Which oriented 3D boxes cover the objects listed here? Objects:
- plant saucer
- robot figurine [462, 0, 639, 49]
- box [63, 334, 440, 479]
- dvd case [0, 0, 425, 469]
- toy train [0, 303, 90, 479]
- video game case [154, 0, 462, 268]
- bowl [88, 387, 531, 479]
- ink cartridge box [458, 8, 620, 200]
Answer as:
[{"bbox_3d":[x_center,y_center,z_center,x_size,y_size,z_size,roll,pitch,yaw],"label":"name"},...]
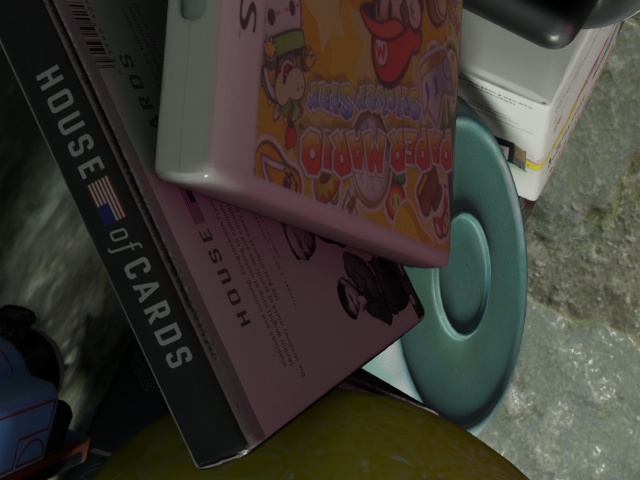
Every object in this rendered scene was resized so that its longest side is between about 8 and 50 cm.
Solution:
[{"bbox_3d":[0.098,0.027,1.054,0.318,0.044,0.317,3,86,-58],"label":"plant saucer"},{"bbox_3d":[0.184,-0.260,0.917,0.209,0.173,0.278,-10,-141,50],"label":"robot figurine"},{"bbox_3d":[-0.045,0.123,0.714,0.093,0.156,0.158,26,90,-44],"label":"box"},{"bbox_3d":[-0.032,-0.023,0.543,0.030,0.179,0.239,-25,179,20],"label":"dvd case"},{"bbox_3d":[-0.144,0.079,0.468,0.184,0.080,0.105,-12,121,-74],"label":"toy train"},{"bbox_3d":[0.010,-0.105,0.542,0.227,0.026,0.206,19,73,-63],"label":"video game case"},{"bbox_3d":[0.041,0.186,0.513,0.156,0.289,0.289,-21,-158,42],"label":"bowl"},{"bbox_3d":[0.197,-0.179,1.229,0.201,0.117,0.278,-62,168,-10],"label":"ink cartridge box"}]
